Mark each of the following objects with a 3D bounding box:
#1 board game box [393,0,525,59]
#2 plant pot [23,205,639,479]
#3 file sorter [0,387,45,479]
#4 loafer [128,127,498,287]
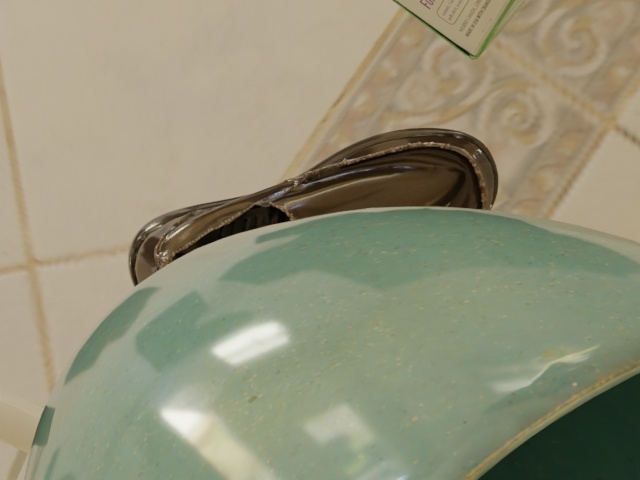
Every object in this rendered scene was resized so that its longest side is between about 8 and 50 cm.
[{"bbox_3d":[0.007,-0.265,0.907,0.316,0.242,0.064,37,49,4],"label":"board game box"},{"bbox_3d":[0.015,0.102,0.622,0.290,0.290,0.195,-46,50,-6],"label":"plant pot"},{"bbox_3d":[-0.163,0.170,0.990,0.278,0.193,0.173,27,82,-17],"label":"file sorter"},{"bbox_3d":[0.000,0.000,1.098,0.220,0.078,0.080,-20,103,-1],"label":"loafer"}]
